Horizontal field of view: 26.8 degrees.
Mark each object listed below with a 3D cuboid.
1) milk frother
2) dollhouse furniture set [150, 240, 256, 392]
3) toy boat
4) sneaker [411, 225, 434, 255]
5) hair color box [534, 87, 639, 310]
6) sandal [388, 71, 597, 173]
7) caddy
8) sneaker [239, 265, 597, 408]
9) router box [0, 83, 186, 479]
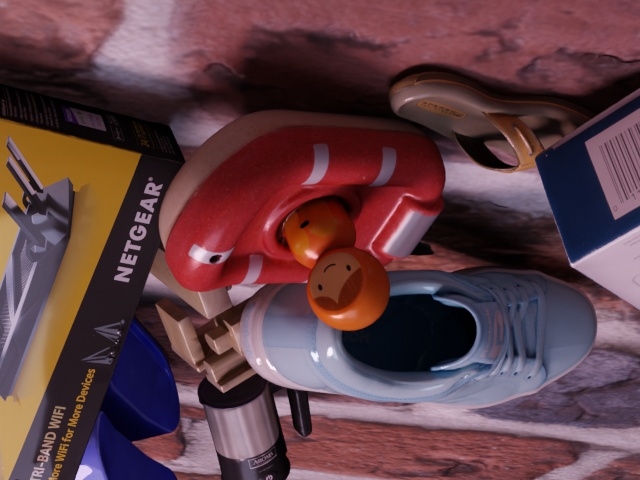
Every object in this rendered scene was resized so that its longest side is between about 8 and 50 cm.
[{"bbox_3d":[-0.095,0.200,1.576,0.143,0.129,0.134,18,131,39],"label":"milk frother"},{"bbox_3d":[-0.074,0.037,1.214,0.123,0.144,0.151,-30,123,-21],"label":"dollhouse furniture set"},{"bbox_3d":[0.000,0.000,0.982,0.231,0.151,0.151,-1,138,-36],"label":"toy boat"},{"bbox_3d":[0.006,0.001,1.174,0.170,0.051,0.089,-17,146,30],"label":"sneaker"},{"bbox_3d":[0.334,-0.005,1.033,0.174,0.105,0.347,-32,141,27],"label":"hair color box"},{"bbox_3d":[0.132,-0.078,0.994,0.180,0.049,0.072,13,153,-23],"label":"sandal"},{"bbox_3d":[-0.269,0.201,1.409,0.179,0.241,0.341,-9,153,8],"label":"caddy"},{"bbox_3d":[0.122,0.089,1.163,0.366,0.135,0.150,-3,-177,-31],"label":"sneaker"},{"bbox_3d":[-0.267,0.034,1.018,0.243,0.081,0.308,12,112,-23],"label":"router box"}]
